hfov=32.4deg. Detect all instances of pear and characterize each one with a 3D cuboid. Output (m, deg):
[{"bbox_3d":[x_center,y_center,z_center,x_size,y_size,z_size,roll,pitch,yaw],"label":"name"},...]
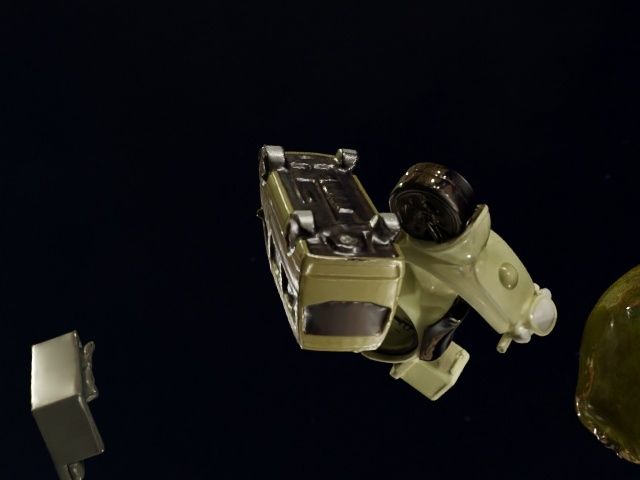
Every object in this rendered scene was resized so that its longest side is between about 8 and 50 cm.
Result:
[{"bbox_3d":[0.438,0.128,1.259,0.269,0.321,0.269,54,-5,7],"label":"pear"}]

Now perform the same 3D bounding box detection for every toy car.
[{"bbox_3d":[0.000,0.000,1.050,0.256,0.101,0.124,-115,-150,-62],"label":"toy car"}]

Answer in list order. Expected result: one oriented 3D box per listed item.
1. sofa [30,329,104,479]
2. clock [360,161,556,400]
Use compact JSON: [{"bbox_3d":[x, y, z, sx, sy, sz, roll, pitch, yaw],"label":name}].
[{"bbox_3d":[-0.227,0.150,1.022,0.147,0.060,0.085,-129,-157,-67],"label":"sofa"},{"bbox_3d":[0.157,0.067,1.489,0.276,0.120,0.379,37,-33,-2],"label":"clock"}]
